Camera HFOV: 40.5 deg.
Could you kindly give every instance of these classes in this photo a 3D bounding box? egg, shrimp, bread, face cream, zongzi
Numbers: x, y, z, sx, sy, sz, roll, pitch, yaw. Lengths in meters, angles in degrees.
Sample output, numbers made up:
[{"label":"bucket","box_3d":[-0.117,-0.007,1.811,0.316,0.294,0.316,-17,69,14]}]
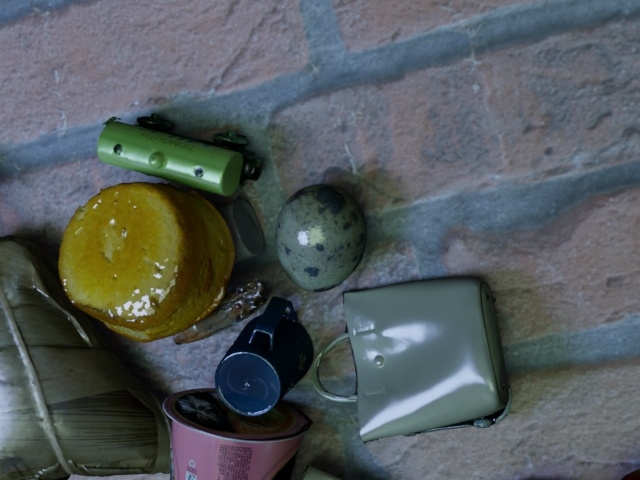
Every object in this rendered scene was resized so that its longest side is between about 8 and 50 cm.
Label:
[{"label":"egg","box_3d":[0.000,0.000,1.327,0.141,0.141,0.182,15,126,11]},{"label":"shrimp","box_3d":[-0.140,0.109,1.367,0.251,0.143,0.052,-29,82,48]},{"label":"bread","box_3d":[-0.262,0.025,1.299,0.268,0.145,0.269,-4,80,22]},{"label":"face cream","box_3d":[-0.207,0.012,1.407,0.214,0.096,0.096,-20,98,19]},{"label":"zongzi","box_3d":[-0.395,0.161,1.502,0.466,0.218,0.500,-2,86,-17]}]

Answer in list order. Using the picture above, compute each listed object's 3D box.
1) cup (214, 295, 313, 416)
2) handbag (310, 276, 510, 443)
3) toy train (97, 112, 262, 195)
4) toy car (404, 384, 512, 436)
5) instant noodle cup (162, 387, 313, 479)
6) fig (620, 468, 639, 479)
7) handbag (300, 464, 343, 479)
[{"label":"cup","box_3d":[-0.089,0.182,1.386,0.131,0.155,0.177,15,108,10]},{"label":"handbag","box_3d":[0.121,0.180,1.333,0.315,0.109,0.241,-11,74,17]},{"label":"toy train","box_3d":[-0.223,-0.131,1.343,0.253,0.157,0.105,16,104,13]},{"label":"toy car","box_3d":[0.200,0.256,1.370,0.204,0.056,0.095,-10,66,15]},{"label":"instant noodle cup","box_3d":[-0.150,0.391,1.399,0.243,0.244,0.255,10,98,12]},{"label":"fig","box_3d":[0.513,0.459,1.289,0.203,0.186,0.250,4,122,-14]},{"label":"handbag","box_3d":[0.101,0.536,1.416,0.358,0.160,0.237,22,123,9]}]
